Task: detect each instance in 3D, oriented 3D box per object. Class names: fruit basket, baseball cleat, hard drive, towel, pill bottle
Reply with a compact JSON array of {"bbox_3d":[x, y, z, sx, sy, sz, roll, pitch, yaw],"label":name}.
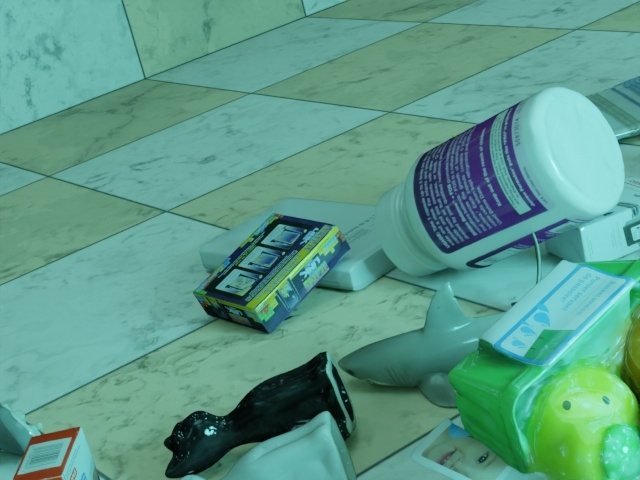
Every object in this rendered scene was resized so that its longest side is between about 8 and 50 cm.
[{"bbox_3d":[0.299,0.134,1.178,0.327,0.165,0.353,-38,29,-28],"label":"fruit basket"},{"bbox_3d":[-0.406,0.237,1.612,0.109,0.072,0.206,-43,27,-28],"label":"baseball cleat"},{"bbox_3d":[0.000,0.000,1.975,0.307,0.040,0.203,6,29,45],"label":"hard drive"},{"bbox_3d":[0.509,-0.211,2.199,0.285,0.034,0.209,-19,23,-6],"label":"towel"},{"bbox_3d":[0.213,-0.061,1.715,0.301,0.169,0.169,-27,7,42],"label":"pill bottle"}]

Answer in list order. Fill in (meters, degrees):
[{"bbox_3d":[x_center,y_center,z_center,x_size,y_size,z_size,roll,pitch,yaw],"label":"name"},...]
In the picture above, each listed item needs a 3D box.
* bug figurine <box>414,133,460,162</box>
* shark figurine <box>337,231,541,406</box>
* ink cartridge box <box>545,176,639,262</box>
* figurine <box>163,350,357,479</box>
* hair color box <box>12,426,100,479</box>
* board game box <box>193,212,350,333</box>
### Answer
[{"bbox_3d":[0.245,-0.121,1.936,0.216,0.072,0.279,-18,-7,17],"label":"bug figurine"},{"bbox_3d":[0.167,0.085,1.535,0.278,0.116,0.166,-24,23,-18],"label":"shark figurine"},{"bbox_3d":[0.386,-0.030,1.758,0.180,0.060,0.104,-21,20,-16],"label":"ink cartridge box"},{"bbox_3d":[-0.073,0.222,1.394,0.209,0.092,0.215,-20,20,8],"label":"figurine"},{"bbox_3d":[-0.221,0.265,1.237,0.053,0.167,0.093,-12,20,5],"label":"hair color box"},{"bbox_3d":[-0.065,0.041,1.835,0.141,0.048,0.170,14,52,49],"label":"board game box"}]
